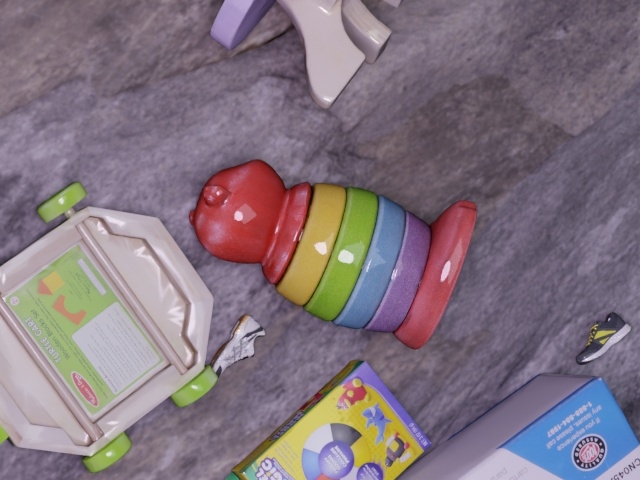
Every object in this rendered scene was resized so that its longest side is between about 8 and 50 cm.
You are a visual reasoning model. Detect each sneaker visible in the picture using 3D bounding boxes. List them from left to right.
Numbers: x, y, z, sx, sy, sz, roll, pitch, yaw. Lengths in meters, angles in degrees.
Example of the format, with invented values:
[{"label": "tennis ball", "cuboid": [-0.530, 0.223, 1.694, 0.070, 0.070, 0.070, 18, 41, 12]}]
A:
[{"label": "sneaker", "cuboid": [-0.092, 0.124, 1.938, 0.037, 0.032, 0.083, 38, 76, -13]}, {"label": "sneaker", "cuboid": [0.334, 0.118, 2.094, 0.083, 0.031, 0.035, -35, 85, -22]}]

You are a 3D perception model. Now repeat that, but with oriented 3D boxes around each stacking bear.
[{"label": "stacking bear", "cuboid": [0.000, 0.000, 1.921, 0.289, 0.175, 0.164, 20, 73, -8]}]

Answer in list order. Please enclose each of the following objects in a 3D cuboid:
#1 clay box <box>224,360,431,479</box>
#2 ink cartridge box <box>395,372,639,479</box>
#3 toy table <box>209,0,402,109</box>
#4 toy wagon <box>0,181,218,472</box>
[{"label": "clay box", "cuboid": [0.002, 0.253, 1.952, 0.222, 0.053, 0.127, -42, 100, -18]}, {"label": "ink cartridge box", "cuboid": [0.276, 0.390, 1.979, 0.285, 0.166, 0.395, -34, 98, -18]}, {"label": "toy table", "cuboid": [0.020, -0.289, 1.909, 0.161, 0.252, 0.274, 35, 87, 2]}, {"label": "toy wagon", "cuboid": [-0.283, 0.116, 1.853, 0.344, 0.068, 0.267, -37, 98, -17]}]
